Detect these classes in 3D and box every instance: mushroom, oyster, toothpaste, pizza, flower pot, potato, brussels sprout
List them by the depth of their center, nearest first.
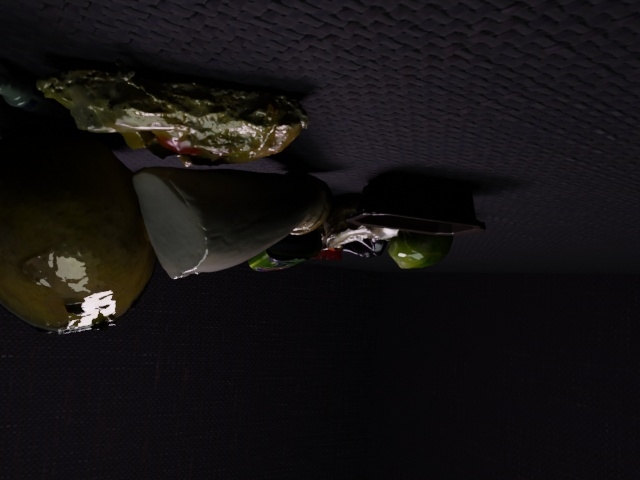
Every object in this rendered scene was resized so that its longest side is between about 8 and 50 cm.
[{"bbox_3d":[-0.197,-0.142,0.675,0.287,0.075,0.279,6,174,-33],"label":"pizza"},{"bbox_3d":[-0.348,-0.173,0.705,0.061,0.037,0.216,7,179,7],"label":"toothpaste"},{"bbox_3d":[-0.387,-0.079,0.812,0.289,0.397,0.296,-12,144,-22],"label":"potato"},{"bbox_3d":[-0.121,-0.040,0.876,0.137,0.154,0.407,-13,179,32],"label":"mushroom"},{"bbox_3d":[0.186,-0.068,1.058,0.250,0.084,0.179,7,174,-14],"label":"flower pot"},{"bbox_3d":[0.074,-0.042,1.274,0.166,0.111,0.341,-6,177,-32],"label":"oyster"},{"bbox_3d":[0.251,0.002,1.374,0.144,0.161,0.180,44,179,-14],"label":"brussels sprout"}]

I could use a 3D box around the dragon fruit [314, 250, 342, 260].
[{"bbox_3d":[0.007,0.032,2.191,0.162,0.083,0.106,-2,-167,-42],"label":"dragon fruit"}]

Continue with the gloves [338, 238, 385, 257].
[{"bbox_3d":[0.079,-0.020,1.459,0.203,0.124,0.164,24,159,13],"label":"gloves"}]

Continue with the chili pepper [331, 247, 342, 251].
[{"bbox_3d":[-0.002,0.002,1.970,0.168,0.065,0.088,5,174,34],"label":"chili pepper"}]

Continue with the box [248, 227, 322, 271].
[{"bbox_3d":[-0.099,0.017,1.348,0.134,0.097,0.345,-6,175,-14],"label":"box"}]
